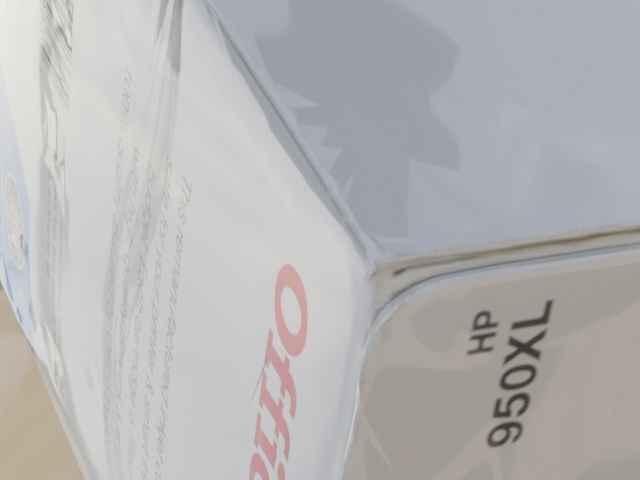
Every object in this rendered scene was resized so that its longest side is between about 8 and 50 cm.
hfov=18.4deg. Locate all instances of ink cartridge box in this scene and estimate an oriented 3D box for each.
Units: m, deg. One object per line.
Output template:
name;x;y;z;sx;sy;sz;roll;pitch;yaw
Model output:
ink cartridge box;0.000;0.000;0.736;0.166;0.285;0.395;-8;39;-20
